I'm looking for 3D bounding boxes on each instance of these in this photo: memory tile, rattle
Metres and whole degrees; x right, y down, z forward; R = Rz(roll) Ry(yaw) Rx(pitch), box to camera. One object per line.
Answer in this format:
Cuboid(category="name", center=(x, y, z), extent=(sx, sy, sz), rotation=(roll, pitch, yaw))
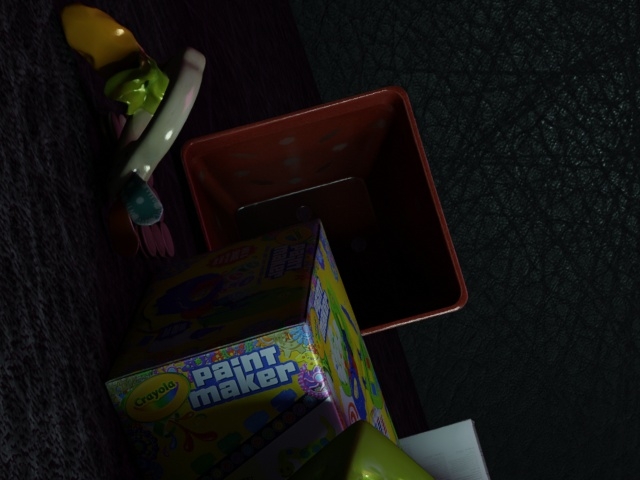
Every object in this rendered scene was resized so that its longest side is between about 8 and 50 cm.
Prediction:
Cuboid(category="memory tile", center=(-0.179, -0.052, 1.561), extent=(0.113, 0.012, 0.148), rotation=(-4, 78, -82))
Cuboid(category="rattle", center=(-0.191, -0.104, 1.434), extent=(0.143, 0.130, 0.199), rotation=(40, 60, -32))

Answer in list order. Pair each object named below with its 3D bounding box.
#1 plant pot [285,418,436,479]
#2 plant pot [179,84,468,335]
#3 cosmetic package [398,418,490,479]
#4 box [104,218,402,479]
Cuboid(category="plant pot", center=(0.022, 0.310, 1.197), extent=(0.227, 0.228, 0.207), rotation=(43, 18, -4))
Cuboid(category="plant pot", center=(0.000, 0.000, 1.894), extent=(0.236, 0.267, 0.267), rotation=(99, -24, -81))
Cuboid(category="cosmetic package", center=(0.063, 0.272, 1.719), extent=(0.060, 0.239, 0.098), rotation=(50, 25, -76))
Cuboid(category="box", center=(-0.041, 0.168, 1.432), extent=(0.290, 0.177, 0.279), rotation=(-80, 152, -73))
